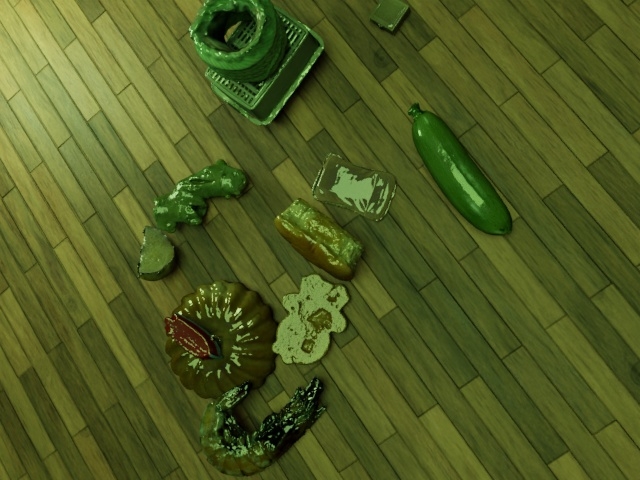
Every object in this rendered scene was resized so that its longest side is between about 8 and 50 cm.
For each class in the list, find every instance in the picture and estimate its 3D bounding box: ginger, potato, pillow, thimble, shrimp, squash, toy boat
[{"bbox_3d":[-0.337,-0.119,1.684,0.290,0.089,0.137,-34,59,6],"label":"ginger"},{"bbox_3d":[-0.454,0.048,1.714,0.101,0.089,0.172,-5,51,-4],"label":"potato"},{"bbox_3d":[0.088,-0.139,1.590,0.211,0.034,0.135,22,88,15],"label":"pillow"},{"bbox_3d":[-0.197,-0.496,1.467,0.219,0.150,0.219,-1,84,14],"label":"thimble"},{"bbox_3d":[-0.157,0.454,1.558,0.233,0.071,0.365,44,99,-5],"label":"shrimp"},{"bbox_3d":[0.328,-0.169,1.486,0.107,0.107,0.395,-34,78,10],"label":"squash"},{"bbox_3d":[-0.323,0.250,1.556,0.173,0.059,0.069,35,94,10],"label":"toy boat"}]

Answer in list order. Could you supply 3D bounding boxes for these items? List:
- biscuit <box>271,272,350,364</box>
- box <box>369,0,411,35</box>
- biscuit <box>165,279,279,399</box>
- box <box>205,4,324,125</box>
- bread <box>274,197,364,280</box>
[{"bbox_3d":[-0.025,0.211,1.573,0.184,0.035,0.248,22,85,4],"label":"biscuit"},{"bbox_3d":[0.182,-0.593,1.602,0.079,0.035,0.083,38,96,16],"label":"box"},{"bbox_3d":[-0.269,0.268,1.622,0.326,0.107,0.325,-1,84,12],"label":"biscuit"},{"bbox_3d":[-0.146,-0.468,1.615,0.220,0.166,0.290,39,96,16],"label":"box"},{"bbox_3d":[0.000,0.000,1.529,0.245,0.174,0.121,40,92,8],"label":"bread"}]
